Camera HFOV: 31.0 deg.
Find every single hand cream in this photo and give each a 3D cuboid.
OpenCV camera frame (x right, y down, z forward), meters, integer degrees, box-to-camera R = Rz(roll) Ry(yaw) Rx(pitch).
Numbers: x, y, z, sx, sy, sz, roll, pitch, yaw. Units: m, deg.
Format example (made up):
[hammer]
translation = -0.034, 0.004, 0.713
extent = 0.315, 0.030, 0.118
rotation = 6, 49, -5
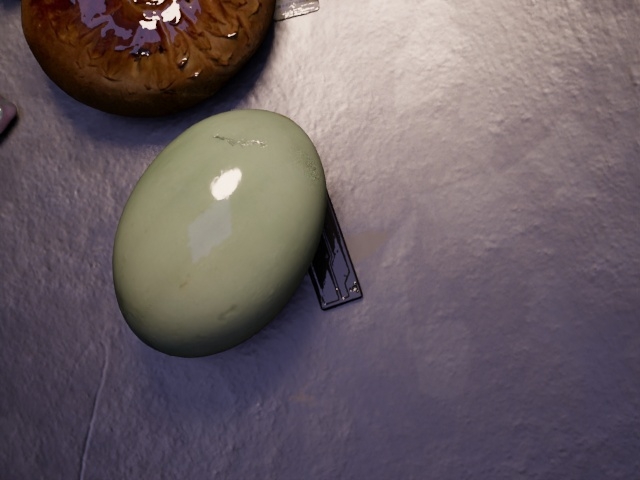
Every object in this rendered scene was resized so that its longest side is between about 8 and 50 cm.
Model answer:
[hand cream]
translation = -0.047, -0.338, 1.320
extent = 0.057, 0.037, 0.165
rotation = -14, 93, 4

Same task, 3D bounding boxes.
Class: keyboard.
[keyboard]
translation = 0.000, 0.000, 1.304
extent = 0.053, 0.010, 0.155
rotation = -19, 86, 5

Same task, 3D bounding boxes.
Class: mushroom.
[mushroom]
translation = -0.190, -0.281, 1.258
extent = 0.278, 0.163, 0.297
rotation = 36, 86, 5

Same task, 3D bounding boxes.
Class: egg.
[egg]
translation = -0.106, -0.008, 1.218
extent = 0.203, 0.203, 0.282
rotation = 32, 95, 6

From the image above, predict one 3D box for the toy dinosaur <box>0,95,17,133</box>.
[toy dinosaur]
translation = -0.472, 0.044, 1.312
extent = 0.331, 0.129, 0.383
rotation = -14, 87, -4
